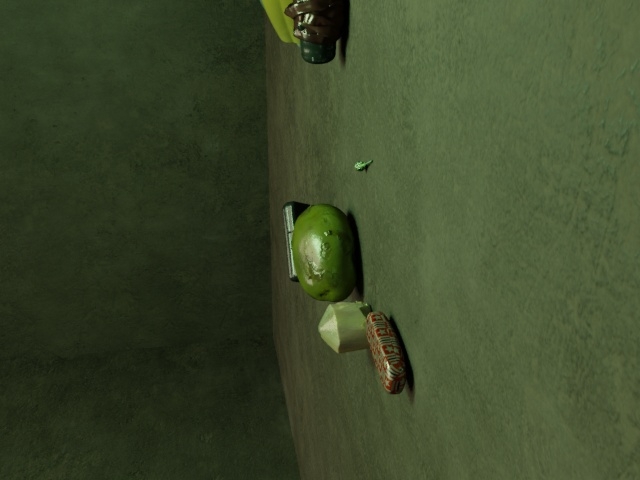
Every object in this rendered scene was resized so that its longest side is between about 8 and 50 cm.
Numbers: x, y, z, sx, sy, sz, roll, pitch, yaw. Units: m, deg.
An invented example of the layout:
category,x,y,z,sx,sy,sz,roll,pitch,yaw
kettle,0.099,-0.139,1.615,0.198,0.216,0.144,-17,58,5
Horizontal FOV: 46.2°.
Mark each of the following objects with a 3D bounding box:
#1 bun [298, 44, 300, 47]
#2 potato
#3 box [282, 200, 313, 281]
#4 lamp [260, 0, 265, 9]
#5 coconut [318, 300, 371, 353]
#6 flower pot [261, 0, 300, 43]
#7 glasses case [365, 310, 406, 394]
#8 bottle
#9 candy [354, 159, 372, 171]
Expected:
category,x,y,z,sx,sy,sz,roll,pitch,yaw
bun,-0.051,-0.621,2.258,0.083,0.045,0.083,174,90,-84
potato,0.009,0.029,1.820,0.186,0.149,0.253,101,154,-56
box,-0.033,0.009,2.139,0.050,0.160,0.230,-18,72,39
lamp,-0.133,-0.816,2.363,0.209,0.147,0.283,136,130,-82
coconut,0.056,0.195,1.690,0.116,0.122,0.116,175,90,-81
flower pot,-0.057,-0.611,1.914,0.179,0.195,0.195,76,-178,-50
glasses case,0.130,0.210,1.452,0.194,0.049,0.073,-106,16,-54
bottle,-0.013,-0.545,1.733,0.156,0.143,0.271,-108,15,-57
candy,0.097,-0.164,1.612,0.023,0.025,0.083,-63,15,-15
